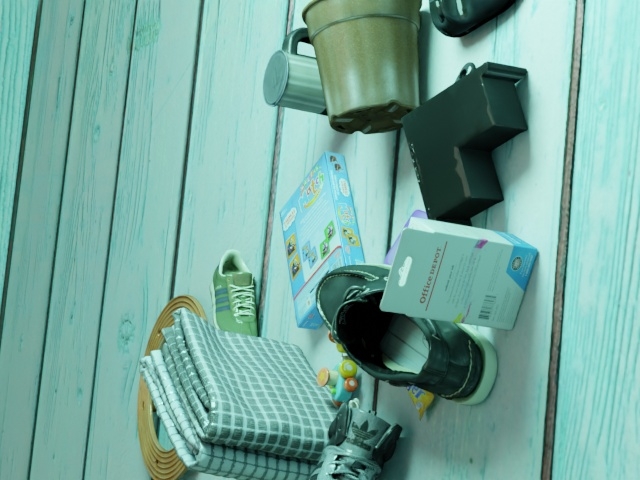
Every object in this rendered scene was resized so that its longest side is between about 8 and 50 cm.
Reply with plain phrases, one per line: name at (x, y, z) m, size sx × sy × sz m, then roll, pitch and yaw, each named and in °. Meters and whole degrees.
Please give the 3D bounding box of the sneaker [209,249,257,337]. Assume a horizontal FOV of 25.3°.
sneaker at (-0.137, 0.090, 2.316) m, size 0.192 × 0.064 × 0.086 m, roll -113°, pitch 35°, yaw -51°

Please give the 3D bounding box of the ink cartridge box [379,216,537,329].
ink cartridge box at (0.147, 0.036, 1.641) m, size 0.061 × 0.181 × 0.104 m, roll 39°, pitch 116°, yaw 60°

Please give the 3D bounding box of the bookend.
bookend at (0.190, -0.109, 1.726) m, size 0.157 × 0.072 × 0.156 m, roll -33°, pitch 64°, yaw 43°

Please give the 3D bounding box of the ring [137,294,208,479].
ring at (-0.252, 0.263, 2.531) m, size 0.336 × 0.032 × 0.337 m, roll -31°, pitch 54°, yaw 58°

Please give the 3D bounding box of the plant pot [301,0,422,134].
plant pot at (0.066, -0.239, 1.934) m, size 0.167 × 0.167 × 0.165 m, roll -29°, pitch 65°, yaw 58°

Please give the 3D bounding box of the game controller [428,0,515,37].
game controller at (0.199, -0.425, 1.842) m, size 0.166 × 0.067 × 0.319 m, roll -20°, pitch 64°, yaw 44°

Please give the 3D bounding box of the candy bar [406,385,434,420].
candy bar at (0.112, 0.167, 1.852) m, size 0.040 × 0.018 × 0.161 m, roll -65°, pitch 31°, yaw 28°

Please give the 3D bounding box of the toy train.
toy train at (0.036, 0.155, 1.956) m, size 0.125 × 0.046 × 0.166 m, roll -147°, pitch 68°, yaw -72°

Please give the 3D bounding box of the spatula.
spatula at (0.148, -0.088, 1.847) m, size 0.084 × 0.030 × 0.297 m, roll 38°, pitch 115°, yaw 59°

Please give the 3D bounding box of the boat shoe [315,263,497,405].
boat shoe at (0.074, 0.107, 1.787) m, size 0.340 × 0.113 × 0.127 m, roll 38°, pitch 110°, yaw 50°

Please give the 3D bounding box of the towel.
towel at (-0.103, 0.222, 2.023) m, size 0.121 × 0.235 × 0.284 m, roll -65°, pitch 31°, yaw 22°

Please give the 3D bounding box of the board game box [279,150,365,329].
board game box at (0.000, 0.000, 2.104) m, size 0.160 × 0.039 × 0.212 m, roll -51°, pitch 40°, yaw 45°

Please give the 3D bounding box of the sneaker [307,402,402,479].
sneaker at (0.031, 0.292, 1.800) m, size 0.268 × 0.101 × 0.153 m, roll -48°, pitch -20°, yaw -80°

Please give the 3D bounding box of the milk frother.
milk frother at (-0.022, -0.231, 2.116) m, size 0.143 × 0.134 × 0.129 m, roll -43°, pitch 44°, yaw 51°
